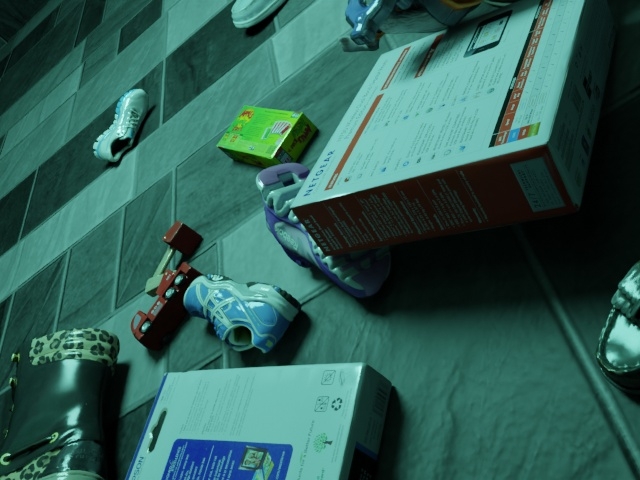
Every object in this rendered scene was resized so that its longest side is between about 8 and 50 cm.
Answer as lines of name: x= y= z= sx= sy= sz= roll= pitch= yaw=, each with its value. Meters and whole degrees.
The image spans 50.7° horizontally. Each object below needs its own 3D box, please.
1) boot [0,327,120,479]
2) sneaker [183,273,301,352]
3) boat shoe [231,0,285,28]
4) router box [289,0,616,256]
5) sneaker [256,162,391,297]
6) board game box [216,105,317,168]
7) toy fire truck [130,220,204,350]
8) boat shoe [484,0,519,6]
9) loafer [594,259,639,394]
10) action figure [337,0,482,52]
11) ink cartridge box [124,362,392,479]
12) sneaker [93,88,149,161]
boot: x=-0.457 y=0.308 z=1.019 sx=0.377 sy=0.138 sz=0.284 roll=-25 pitch=45 yaw=22
sneaker: x=-0.124 y=0.099 z=0.914 sx=0.211 sy=0.080 sz=0.081 roll=-1 pitch=55 yaw=46
boat shoe: x=-0.102 y=-0.600 z=1.465 sx=0.320 sy=0.103 sz=0.118 roll=-55 pitch=38 yaw=-7
router box: x=0.159 y=-0.146 z=0.779 sx=0.301 sy=0.082 sz=0.336 roll=-11 pitch=38 yaw=39
sneaker: x=0.000 y=0.000 z=0.879 sx=0.095 sy=0.105 sz=0.236 roll=-21 pitch=49 yaw=-31
board game box: x=-0.094 y=-0.175 z=1.147 sx=0.181 sy=0.043 sz=0.092 roll=20 pitch=73 yaw=50
toy fire truck: x=-0.245 y=0.070 z=1.086 sx=0.135 sy=0.047 sz=0.192 roll=25 pitch=78 yaw=52
boat shoe: x=0.241 y=-0.434 z=0.993 sx=0.112 sy=0.095 sz=0.335 roll=-43 pitch=38 yaw=8
loafer: x=0.317 y=0.006 z=0.555 sx=0.267 sy=0.084 sz=0.096 roll=-48 pitch=38 yaw=2
action figure: x=0.153 y=-0.389 z=0.908 sx=0.341 sy=0.178 sz=0.330 roll=-61 pitch=23 yaw=6
ink cartridge box: x=-0.082 y=0.231 z=0.776 sx=0.332 sy=0.065 sz=0.166 roll=-9 pitch=53 yaw=38
sneaker: x=-0.441 y=-0.258 z=1.551 sx=0.083 sy=0.071 sz=0.191 roll=25 pitch=86 yaw=45
